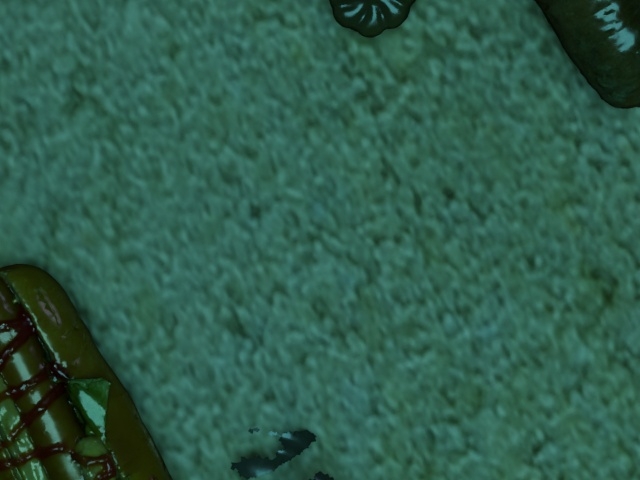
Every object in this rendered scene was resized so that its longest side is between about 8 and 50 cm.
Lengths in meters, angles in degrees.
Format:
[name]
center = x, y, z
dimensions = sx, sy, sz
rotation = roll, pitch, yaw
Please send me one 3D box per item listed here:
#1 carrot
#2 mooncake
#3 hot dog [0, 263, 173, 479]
[carrot]
center = 0.112, -0.230, 1.127
dimensions = 0.070, 0.070, 0.342
rotation = -29, 97, 0
[mooncake]
center = 0.002, 0.000, 1.159
dimensions = 0.150, 0.057, 0.347
rotation = -7, 91, 10
[hot dog]
center = -0.149, 0.132, 1.151
dimensions = 0.104, 0.076, 0.250
rotation = -23, 96, -1
